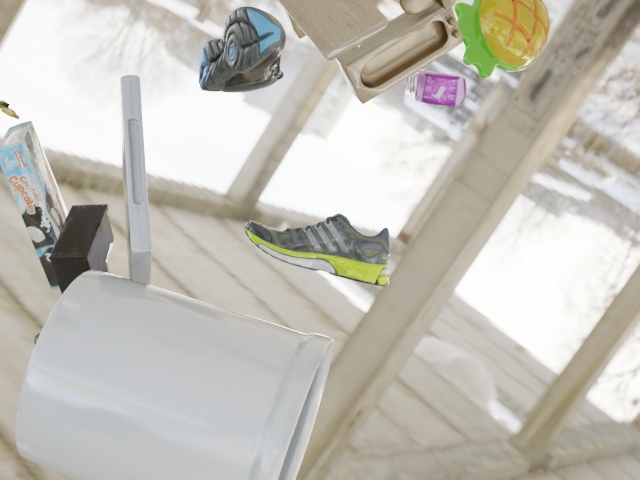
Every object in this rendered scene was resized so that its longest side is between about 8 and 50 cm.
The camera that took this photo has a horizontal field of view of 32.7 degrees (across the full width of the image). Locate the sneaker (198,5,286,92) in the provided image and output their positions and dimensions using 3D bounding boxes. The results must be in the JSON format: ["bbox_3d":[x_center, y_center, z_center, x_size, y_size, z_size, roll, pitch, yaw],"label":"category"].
[{"bbox_3d":[-0.126,-0.366,2.111,0.139,0.125,0.341,3,176,-23],"label":"sneaker"}]

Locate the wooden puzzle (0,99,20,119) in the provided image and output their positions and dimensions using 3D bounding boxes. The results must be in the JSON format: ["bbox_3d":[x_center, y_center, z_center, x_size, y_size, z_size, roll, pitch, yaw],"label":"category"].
[{"bbox_3d":[-0.460,-0.198,1.504,0.116,0.014,0.078,30,180,8],"label":"wooden puzzle"}]

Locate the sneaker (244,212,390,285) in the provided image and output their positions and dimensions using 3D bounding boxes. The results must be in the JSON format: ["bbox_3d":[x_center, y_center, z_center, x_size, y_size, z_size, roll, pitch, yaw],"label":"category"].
[{"bbox_3d":[0.000,0.000,2.133,0.299,0.121,0.111,14,178,1],"label":"sneaker"}]

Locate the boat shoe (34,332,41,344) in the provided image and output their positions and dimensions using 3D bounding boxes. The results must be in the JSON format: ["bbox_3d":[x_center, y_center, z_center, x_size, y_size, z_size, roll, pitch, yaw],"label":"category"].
[{"bbox_3d":[-0.502,0.188,2.219,0.081,0.227,0.069,-50,-54,-50],"label":"boat shoe"}]

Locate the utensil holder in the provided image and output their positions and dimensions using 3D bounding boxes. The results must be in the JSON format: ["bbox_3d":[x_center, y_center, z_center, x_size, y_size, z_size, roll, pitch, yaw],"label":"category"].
[{"bbox_3d":[-0.211,0.244,1.625,0.385,0.328,0.327,17,-169,6],"label":"utensil holder"}]

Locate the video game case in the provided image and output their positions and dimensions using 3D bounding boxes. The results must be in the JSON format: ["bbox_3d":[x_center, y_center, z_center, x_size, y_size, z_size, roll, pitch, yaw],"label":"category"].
[{"bbox_3d":[-0.307,-0.066,1.816,0.036,0.300,0.329,-3,160,-11],"label":"video game case"}]

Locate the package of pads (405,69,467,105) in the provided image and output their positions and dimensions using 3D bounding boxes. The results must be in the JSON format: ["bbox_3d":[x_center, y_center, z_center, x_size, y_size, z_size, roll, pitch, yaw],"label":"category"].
[{"bbox_3d":[0.114,-0.152,1.087,0.050,0.032,0.083,5,-170,-4],"label":"package of pads"}]

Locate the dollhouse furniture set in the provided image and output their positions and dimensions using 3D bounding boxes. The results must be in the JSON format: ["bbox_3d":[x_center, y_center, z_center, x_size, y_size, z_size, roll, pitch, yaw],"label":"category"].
[{"bbox_3d":[0.065,-0.174,0.950,0.123,0.144,0.151,56,177,44],"label":"dollhouse furniture set"}]

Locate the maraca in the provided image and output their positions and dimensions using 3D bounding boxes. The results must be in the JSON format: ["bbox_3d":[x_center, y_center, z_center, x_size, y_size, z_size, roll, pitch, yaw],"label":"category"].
[{"bbox_3d":[0.245,-0.288,1.485,0.185,0.099,0.127,-28,-84,-39],"label":"maraca"}]

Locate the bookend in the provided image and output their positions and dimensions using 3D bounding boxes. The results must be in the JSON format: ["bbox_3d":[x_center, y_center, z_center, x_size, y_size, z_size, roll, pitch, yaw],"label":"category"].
[{"bbox_3d":[-0.434,0.040,2.044,0.072,0.156,0.157,-1,-140,8],"label":"bookend"}]

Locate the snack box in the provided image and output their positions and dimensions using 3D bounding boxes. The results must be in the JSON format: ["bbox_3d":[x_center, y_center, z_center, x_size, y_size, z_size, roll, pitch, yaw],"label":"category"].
[{"bbox_3d":[-0.589,-0.076,2.303,0.187,0.060,0.322,-110,3,-68],"label":"snack box"}]
